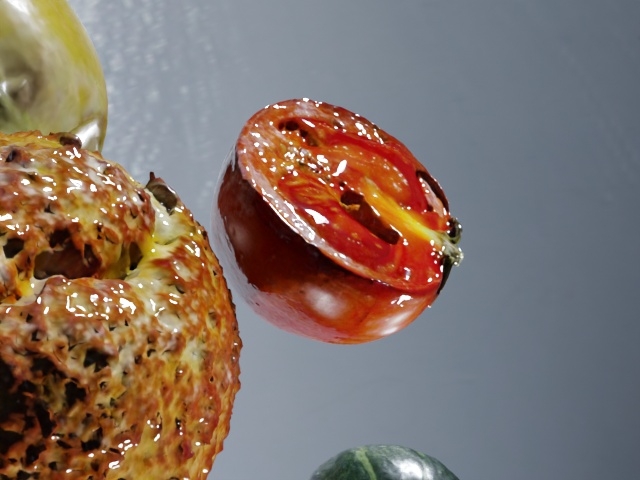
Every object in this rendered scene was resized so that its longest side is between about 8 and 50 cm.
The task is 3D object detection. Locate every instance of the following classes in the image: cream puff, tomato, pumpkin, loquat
[{"bbox_3d":[-0.144,0.043,0.942,0.240,0.240,0.164,6,129,-24],"label":"cream puff"},{"bbox_3d":[0.000,0.000,1.040,0.139,0.091,0.159,30,33,-9],"label":"tomato"},{"bbox_3d":[0.045,0.238,1.465,0.167,0.125,0.167,-7,113,-18],"label":"pumpkin"},{"bbox_3d":[-0.234,-0.098,1.123,0.227,0.179,0.179,34,73,15],"label":"loquat"}]
